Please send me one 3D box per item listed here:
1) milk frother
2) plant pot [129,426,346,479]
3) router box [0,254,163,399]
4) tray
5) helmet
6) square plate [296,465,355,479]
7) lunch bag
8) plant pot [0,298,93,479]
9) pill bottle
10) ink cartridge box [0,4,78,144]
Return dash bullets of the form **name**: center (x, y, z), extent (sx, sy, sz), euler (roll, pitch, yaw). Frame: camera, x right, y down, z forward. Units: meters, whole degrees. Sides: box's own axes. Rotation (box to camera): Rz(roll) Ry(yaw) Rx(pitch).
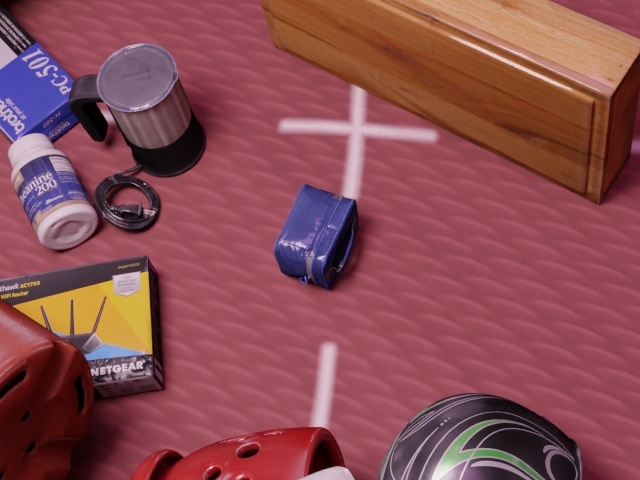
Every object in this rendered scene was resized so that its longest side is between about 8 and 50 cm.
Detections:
- **milk frother**: center (-0.190, -0.104, 1.299), extent (0.129, 0.135, 0.143), euler (-15, 62, 2)
- **plant pot**: center (-0.071, 0.257, 1.069), extent (0.174, 0.191, 0.191), euler (-3, 62, 14)
- **router box**: center (-0.251, 0.095, 1.257), extent (0.178, 0.046, 0.133), euler (-10, 63, 5)
- **tray**: center (0.117, -0.195, 1.259), extent (0.410, 0.203, 0.076), euler (28, 71, 21)
- **helmet**: center (0.129, 0.215, 1.072), extent (0.161, 0.169, 0.170), euler (14, 65, -2)
- **square plate**: center (-0.073, 0.391, 0.939), extent (0.347, 0.049, 0.344), euler (-25, 80, 14)
- **lunch bag**: center (0.000, 0.000, 1.254), extent (0.065, 0.067, 0.098), euler (16, 68, 17)
- **plant pot**: center (-0.363, 0.132, 1.104), extent (0.265, 0.272, 0.272), euler (23, 69, 22)
- **pill bottle**: center (-0.288, -0.054, 1.328), extent (0.067, 0.067, 0.120), euler (-29, 62, -6)
- **ink cartridge box**: center (-0.358, -0.191, 1.421), extent (0.097, 0.046, 0.207), euler (-40, 64, -11)
